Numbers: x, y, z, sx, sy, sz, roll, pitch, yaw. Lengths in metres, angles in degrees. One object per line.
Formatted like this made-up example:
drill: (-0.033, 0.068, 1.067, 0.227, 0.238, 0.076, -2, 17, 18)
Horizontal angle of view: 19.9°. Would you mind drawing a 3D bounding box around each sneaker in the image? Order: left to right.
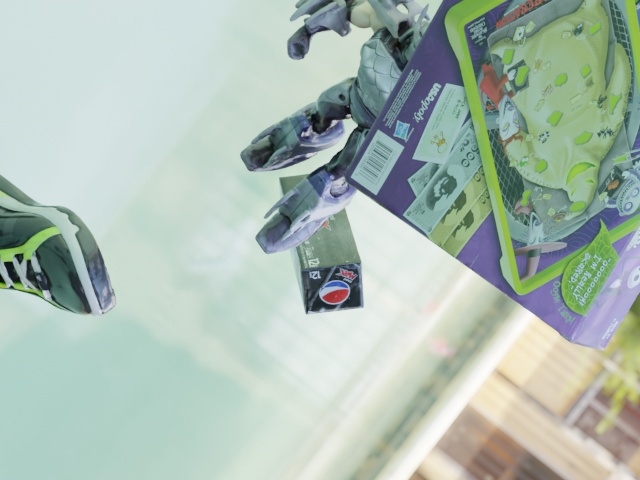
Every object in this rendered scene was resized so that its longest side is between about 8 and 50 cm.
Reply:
sneaker: (-0.246, 0.017, 1.394, 0.097, 0.234, 0.084, -33, 125, -26)

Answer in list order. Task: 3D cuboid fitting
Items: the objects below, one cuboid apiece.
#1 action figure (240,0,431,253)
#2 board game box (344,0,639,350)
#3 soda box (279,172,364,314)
action figure: (0.032, -0.097, 1.429, 0.099, 0.185, 0.285, -17, 164, -33)
board game box: (0.174, -0.134, 1.096, 0.056, 0.208, 0.347, 19, 105, -48)
soda box: (0.000, 0.000, 1.724, 0.169, 0.060, 0.053, -105, -171, -56)
